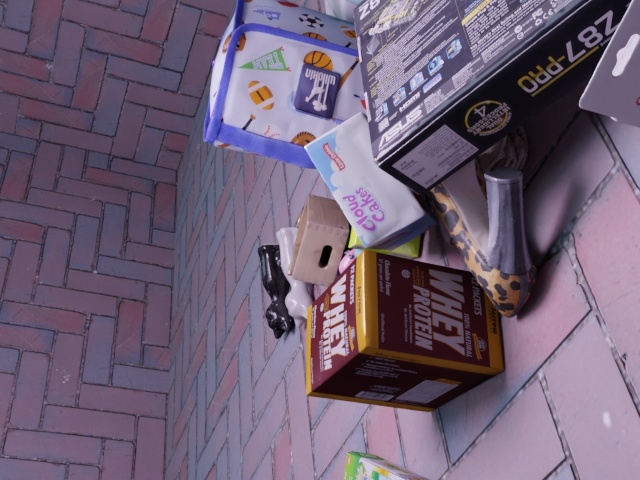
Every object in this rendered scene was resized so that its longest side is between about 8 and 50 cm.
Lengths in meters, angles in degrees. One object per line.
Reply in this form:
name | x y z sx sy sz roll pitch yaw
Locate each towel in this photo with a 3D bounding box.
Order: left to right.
towel | 0.201 -0.137 1.162 0.282 0.049 0.187 -101 29 -50

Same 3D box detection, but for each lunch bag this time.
lunch bag | -0.029 -0.262 1.448 0.386 0.327 0.239 -90 18 -50

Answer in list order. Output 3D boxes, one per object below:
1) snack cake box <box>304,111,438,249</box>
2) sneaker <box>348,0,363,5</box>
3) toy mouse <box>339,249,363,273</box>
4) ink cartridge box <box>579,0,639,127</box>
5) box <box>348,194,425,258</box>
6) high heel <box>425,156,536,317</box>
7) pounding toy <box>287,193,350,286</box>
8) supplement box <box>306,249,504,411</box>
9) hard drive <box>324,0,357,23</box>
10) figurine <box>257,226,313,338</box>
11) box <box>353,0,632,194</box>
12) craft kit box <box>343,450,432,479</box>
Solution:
snack cake box | 0.080 -0.070 1.118 0.152 0.089 0.264 61 -170 7
sneaker | 0.124 -0.569 1.414 0.135 0.150 0.366 -105 32 -51
toy mouse | 0.064 0.041 1.487 0.161 0.031 0.143 -179 100 -72
ink cartridge box | 0.296 -0.143 0.672 0.060 0.180 0.104 -108 35 -56
box | 0.111 -0.068 1.290 0.042 0.108 0.178 151 128 -73
high heel | 0.176 -0.019 1.036 0.261 0.093 0.186 -141 39 -62
pounding toy | -0.002 0.005 1.627 0.206 0.094 0.181 -90 14 -62
supplement box | 0.102 0.125 1.067 0.194 0.191 0.129 130 146 -54
hard drive | 0.040 -0.534 1.656 0.233 0.047 0.353 -108 9 -56
figurine | -0.066 0.095 1.780 0.215 0.092 0.210 144 127 -63
box | 0.211 -0.283 0.943 0.395 0.097 0.318 -38 41 31
craft kit box | 0.084 0.444 1.152 0.246 0.060 0.250 171 109 -68
